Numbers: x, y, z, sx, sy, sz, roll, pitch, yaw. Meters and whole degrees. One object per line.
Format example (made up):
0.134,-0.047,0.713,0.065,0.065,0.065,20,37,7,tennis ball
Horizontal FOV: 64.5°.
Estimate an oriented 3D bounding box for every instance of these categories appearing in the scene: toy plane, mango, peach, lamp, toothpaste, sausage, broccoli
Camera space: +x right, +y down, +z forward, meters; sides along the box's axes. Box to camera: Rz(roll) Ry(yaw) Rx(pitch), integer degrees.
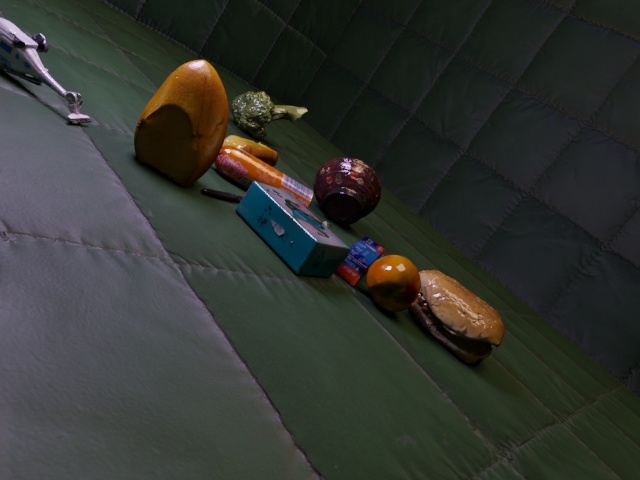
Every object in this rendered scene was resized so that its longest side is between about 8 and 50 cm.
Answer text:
-0.595,-0.358,1.034,0.273,0.107,0.182,45,22,16,toy plane
-0.288,-0.265,1.115,0.187,0.257,0.138,26,17,-29,mango
0.183,0.103,1.251,0.138,0.138,0.138,33,15,-10,peach
0.093,-0.178,1.742,0.246,0.247,0.247,33,15,-10,lamp
0.111,0.050,1.401,0.076,0.066,0.320,38,14,9,toothpaste
-0.173,-0.176,1.424,0.312,0.093,0.093,29,16,-23,sausage
-0.245,-0.515,2.169,0.254,0.186,0.302,-4,-12,37,broccoli

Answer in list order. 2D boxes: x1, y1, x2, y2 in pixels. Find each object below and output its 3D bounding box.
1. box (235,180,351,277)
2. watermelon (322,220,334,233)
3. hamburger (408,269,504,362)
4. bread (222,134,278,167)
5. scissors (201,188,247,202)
-0.066,-0.026,1.192,0.245,0.092,0.153,44,17,27,box
0.005,0.002,1.358,0.084,0.072,0.092,35,49,-49,watermelon
0.360,0.192,1.368,0.283,0.145,0.259,34,17,16,hamburger
-0.215,-0.252,1.550,0.094,0.102,0.245,33,12,17,bread
-0.214,-0.106,1.259,0.088,0.017,0.220,44,18,27,scissors
